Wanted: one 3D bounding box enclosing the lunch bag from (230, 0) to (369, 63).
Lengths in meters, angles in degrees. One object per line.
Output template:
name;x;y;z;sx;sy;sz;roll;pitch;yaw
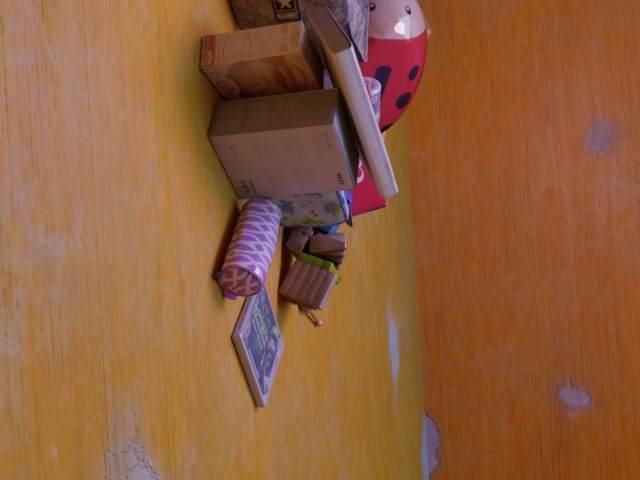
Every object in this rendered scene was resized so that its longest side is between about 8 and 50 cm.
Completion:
lunch bag;-0.040;-0.473;1.565;0.287;0.235;0.169;45;46;-68

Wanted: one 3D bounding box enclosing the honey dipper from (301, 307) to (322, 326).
honey dipper;-0.018;0.177;1.892;0.161;0.030;0.031;61;29;-61

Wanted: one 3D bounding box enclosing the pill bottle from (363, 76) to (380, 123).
pill bottle;0.108;-0.325;1.922;0.078;0.078;0.137;-77;170;-46

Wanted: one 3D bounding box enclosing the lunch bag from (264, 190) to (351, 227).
lunch bag;-0.031;-0.116;1.631;0.219;0.176;0.090;65;26;-52

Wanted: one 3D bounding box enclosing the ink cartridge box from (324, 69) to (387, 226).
ink cartridge box;0.055;-0.220;1.831;0.272;0.130;0.310;-136;-148;-60

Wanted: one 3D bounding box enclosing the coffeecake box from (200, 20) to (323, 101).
coffeecake box;-0.101;-0.313;1.398;0.142;0.185;0.068;49;39;-65

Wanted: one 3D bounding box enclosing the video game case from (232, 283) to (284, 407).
video game case;-0.118;0.198;1.528;0.173;0.022;0.190;-74;155;-52

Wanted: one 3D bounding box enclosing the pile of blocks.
pile of blocks;0.000;0.000;1.771;0.113;0.148;0.362;57;33;-61

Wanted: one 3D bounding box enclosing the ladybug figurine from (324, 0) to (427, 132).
ladybug figurine;0.131;-0.433;1.997;0.162;0.305;0.449;-108;-160;-46

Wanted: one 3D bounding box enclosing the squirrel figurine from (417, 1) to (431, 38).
squirrel figurine;0.092;-0.653;2.180;0.370;0.281;0.397;-36;107;-60

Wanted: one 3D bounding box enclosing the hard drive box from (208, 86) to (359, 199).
hard drive box;-0.061;-0.171;1.424;0.181;0.232;0.089;69;23;-50

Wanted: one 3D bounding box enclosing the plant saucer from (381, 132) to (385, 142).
plant saucer;0.132;-0.324;2.387;0.332;0.080;0.333;-27;124;-74

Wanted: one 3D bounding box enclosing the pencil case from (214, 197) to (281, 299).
pencil case;-0.127;0.014;1.428;0.206;0.086;0.088;-75;-170;-45

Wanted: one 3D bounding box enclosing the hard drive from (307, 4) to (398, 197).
hard drive;0.060;-0.251;1.423;0.203;0.040;0.308;-112;179;-52
